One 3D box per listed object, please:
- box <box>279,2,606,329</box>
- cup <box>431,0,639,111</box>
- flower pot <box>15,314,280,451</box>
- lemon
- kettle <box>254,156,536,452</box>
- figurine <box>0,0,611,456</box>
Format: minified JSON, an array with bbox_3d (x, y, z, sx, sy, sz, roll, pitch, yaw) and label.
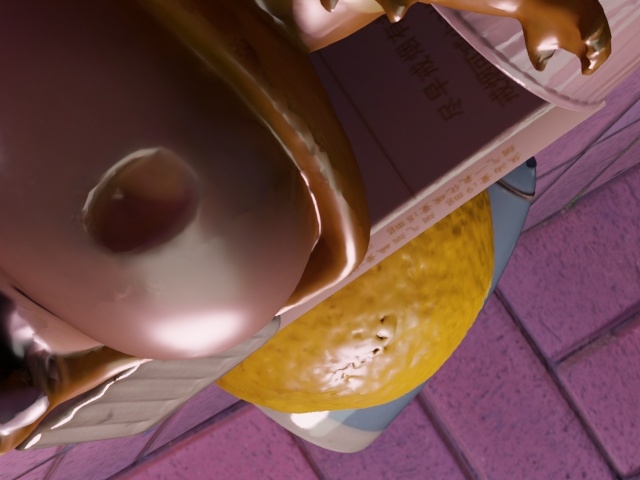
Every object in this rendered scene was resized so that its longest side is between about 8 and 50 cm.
[{"bbox_3d":[-0.018,-0.063,1.162,0.365,0.204,0.051,-35,150,6],"label":"box"},{"bbox_3d":[0.198,-0.212,0.986,0.273,0.288,0.208,-41,-153,25],"label":"cup"},{"bbox_3d":[-0.149,0.001,1.028,0.209,0.239,0.189,-65,166,3],"label":"flower pot"},{"bbox_3d":[-0.001,0.000,1.341,0.293,0.293,0.293,-33,170,-6],"label":"lemon"},{"bbox_3d":[0.040,-0.007,1.653,0.342,0.247,0.319,-48,142,18],"label":"kettle"},{"bbox_3d":[-0.038,-0.116,0.666,0.387,0.268,0.401,-40,174,19],"label":"figurine"}]
